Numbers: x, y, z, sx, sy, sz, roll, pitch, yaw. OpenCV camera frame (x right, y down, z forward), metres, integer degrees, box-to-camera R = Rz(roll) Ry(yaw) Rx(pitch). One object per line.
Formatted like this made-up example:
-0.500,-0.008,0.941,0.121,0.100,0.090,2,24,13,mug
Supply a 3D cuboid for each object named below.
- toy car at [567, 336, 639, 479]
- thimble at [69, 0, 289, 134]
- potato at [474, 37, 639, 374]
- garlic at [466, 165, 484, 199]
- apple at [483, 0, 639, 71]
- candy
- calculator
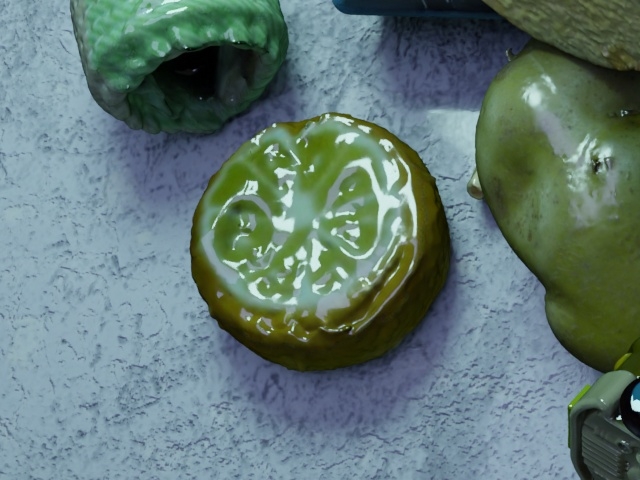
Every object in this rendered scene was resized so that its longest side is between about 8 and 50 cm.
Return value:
0.348,0.163,1.504,0.248,0.204,0.198,32,60,30,toy car
-0.140,-0.208,1.850,0.219,0.219,0.150,-21,68,12,thimble
0.264,-0.035,1.665,0.202,0.218,0.351,-41,62,48,potato
0.170,-0.072,1.785,0.041,0.053,0.083,32,73,9,garlic
0.281,-0.324,1.575,0.314,0.252,0.309,24,63,34,apple
0.000,0.000,1.791,0.260,0.118,0.260,-5,71,16,candy
0.146,-0.241,1.787,0.293,0.173,0.051,4,100,20,calculator
